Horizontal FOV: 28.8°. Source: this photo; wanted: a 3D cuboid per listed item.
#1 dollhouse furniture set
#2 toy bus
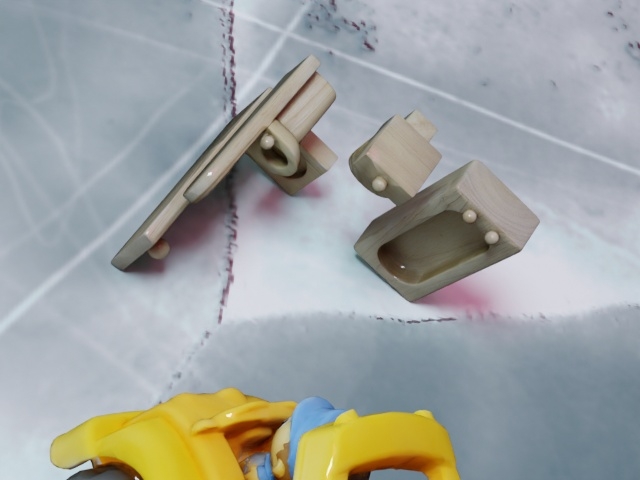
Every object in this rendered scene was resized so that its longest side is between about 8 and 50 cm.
[{"bbox_3d":[0.000,0.000,0.679,0.151,0.144,0.123,43,59,-10],"label":"dollhouse furniture set"},{"bbox_3d":[0.009,0.140,0.518,0.149,0.211,0.220,9,50,-50],"label":"toy bus"}]
